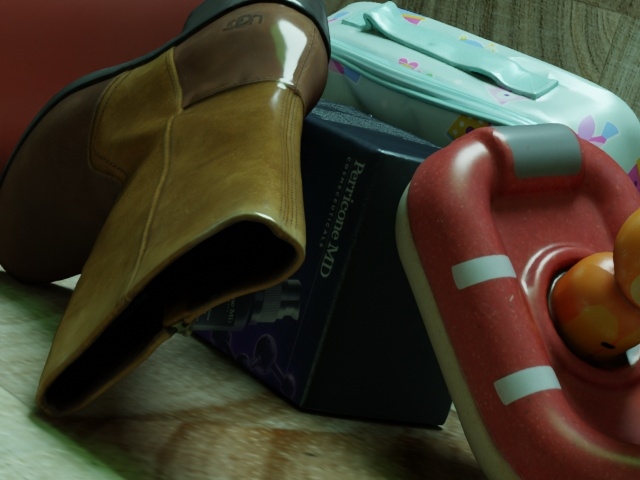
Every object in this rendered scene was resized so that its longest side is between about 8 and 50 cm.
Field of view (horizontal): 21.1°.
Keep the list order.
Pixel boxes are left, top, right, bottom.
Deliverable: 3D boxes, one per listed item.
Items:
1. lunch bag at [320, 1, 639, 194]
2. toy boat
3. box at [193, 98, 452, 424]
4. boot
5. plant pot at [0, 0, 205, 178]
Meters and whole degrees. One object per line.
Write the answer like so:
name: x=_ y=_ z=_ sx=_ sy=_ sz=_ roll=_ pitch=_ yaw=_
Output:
lunch bag: x=0.079 y=-0.037 z=1.159 sx=0.279 sy=0.224 sz=0.108 roll=24 pitch=44 yaw=34
toy boat: x=0.147 y=0.032 z=0.852 sx=0.151 sy=0.231 sz=0.151 roll=-6 pitch=-23 yaw=-36
box: x=0.000 y=0.000 z=1.022 sx=0.108 sy=0.153 sz=0.207 roll=11 pitch=10 yaw=-36
boot: x=-0.098 y=0.004 z=0.892 sx=0.096 sy=0.264 sz=0.280 roll=50 pitch=24 yaw=-25
plant pot: x=-0.147 y=-0.181 z=1.264 sx=0.243 sy=0.275 sz=0.275 roll=-3 pitch=6 yaw=8
